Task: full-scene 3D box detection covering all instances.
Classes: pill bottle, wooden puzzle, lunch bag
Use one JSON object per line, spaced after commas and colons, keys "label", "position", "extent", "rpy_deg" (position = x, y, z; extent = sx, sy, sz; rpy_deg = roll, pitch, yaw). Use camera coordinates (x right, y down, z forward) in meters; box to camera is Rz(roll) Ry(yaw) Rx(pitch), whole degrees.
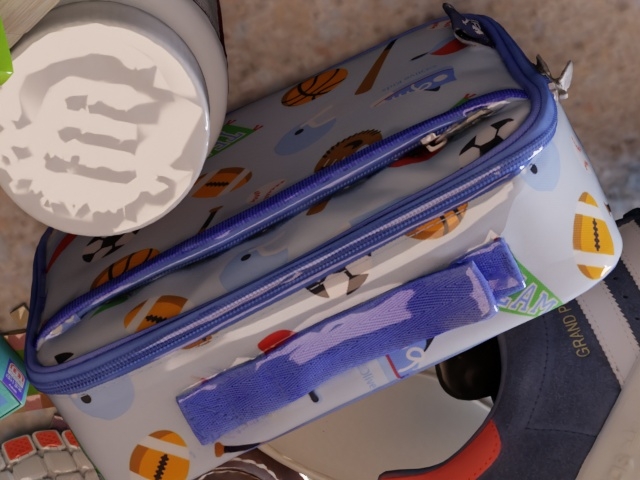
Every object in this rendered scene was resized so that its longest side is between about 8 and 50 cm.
{"label": "pill bottle", "position": [-0.106, -0.085, 0.955], "extent": [0.121, 0.221, 0.121], "rpy_deg": [-1, 111, -4]}
{"label": "wooden puzzle", "position": [-0.160, 0.074, 1.126], "extent": [0.049, 0.006, 0.083], "rpy_deg": [-9, 111, -1]}
{"label": "lunch bag", "position": [0.000, 0.000, 0.985], "extent": [0.303, 0.243, 0.115], "rpy_deg": [-28, 110, 7]}

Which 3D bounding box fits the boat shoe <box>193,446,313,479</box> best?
{"label": "boat shoe", "position": [-0.039, 0.275, 1.148], "extent": [0.123, 0.123, 0.342], "rpy_deg": [-3, 111, -4]}

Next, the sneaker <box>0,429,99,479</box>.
{"label": "sneaker", "position": [-0.183, 0.156, 1.137], "extent": [0.158, 0.061, 0.065], "rpy_deg": [-13, 154, -11]}

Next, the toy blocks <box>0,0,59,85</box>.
{"label": "toy blocks", "position": [-0.250, -0.182, 0.894], "extent": [0.190, 0.381, 0.261], "rpy_deg": [2, 154, -43]}

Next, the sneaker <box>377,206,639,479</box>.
{"label": "sneaker", "position": [0.146, 0.032, 1.017], "extent": [0.148, 0.350, 0.131], "rpy_deg": [20, 145, 22]}

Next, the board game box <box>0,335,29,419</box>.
{"label": "board game box", "position": [-0.288, 0.048, 1.081], "extent": [0.160, 0.047, 0.210], "rpy_deg": [-33, 109, 11]}

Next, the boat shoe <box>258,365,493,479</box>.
{"label": "boat shoe", "position": [0.114, 0.092, 1.121], "extent": [0.335, 0.095, 0.112], "rpy_deg": [8, 124, -3]}
